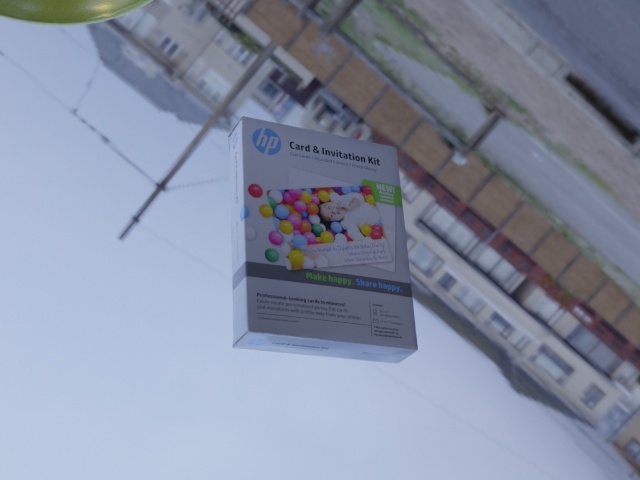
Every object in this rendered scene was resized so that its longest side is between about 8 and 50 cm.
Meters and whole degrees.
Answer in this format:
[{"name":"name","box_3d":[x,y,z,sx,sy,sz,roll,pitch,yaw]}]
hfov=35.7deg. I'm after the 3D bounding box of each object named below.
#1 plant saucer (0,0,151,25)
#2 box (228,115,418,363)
[{"name":"plant saucer","box_3d":[-0.213,-0.261,0.758,0.241,0.241,0.037,33,-137,-45]},{"name":"box","box_3d":[0.000,0.000,0.798,0.145,0.038,0.186,9,-119,-24]}]
